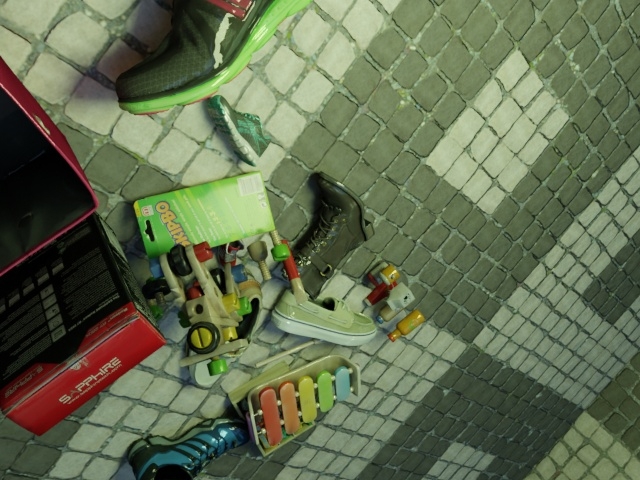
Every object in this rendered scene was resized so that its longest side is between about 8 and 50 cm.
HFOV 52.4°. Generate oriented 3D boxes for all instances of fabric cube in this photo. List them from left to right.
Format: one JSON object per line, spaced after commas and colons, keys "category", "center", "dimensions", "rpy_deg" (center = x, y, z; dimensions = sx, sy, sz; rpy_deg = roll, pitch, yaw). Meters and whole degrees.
{"category": "fabric cube", "center": [-0.511, -0.120, 0.919], "dimensions": [0.259, 0.258, 0.254], "rpy_deg": [-35, 132, -7]}

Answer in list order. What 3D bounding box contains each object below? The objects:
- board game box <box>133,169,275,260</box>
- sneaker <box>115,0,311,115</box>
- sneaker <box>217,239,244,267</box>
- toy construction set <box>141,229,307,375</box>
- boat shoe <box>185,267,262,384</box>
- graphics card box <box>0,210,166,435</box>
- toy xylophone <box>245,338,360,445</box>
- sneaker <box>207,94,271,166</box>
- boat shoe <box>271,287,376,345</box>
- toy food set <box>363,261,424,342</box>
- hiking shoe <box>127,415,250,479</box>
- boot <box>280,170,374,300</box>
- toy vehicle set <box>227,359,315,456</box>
{"category": "board game box", "center": [-0.224, -0.048, 1.272], "dimensions": [0.259, 0.039, 0.124], "rpy_deg": [-17, 98, -25]}
{"category": "sneaker", "center": [-0.160, -0.393, 1.046], "dimensions": [0.483, 0.185, 0.202], "rpy_deg": [-45, 115, -2]}
{"category": "sneaker", "center": [-0.187, 0.026, 1.359], "dimensions": [0.042, 0.067, 0.119], "rpy_deg": [-17, 128, -22]}
{"category": "toy construction set", "center": [-0.169, 0.133, 1.251], "dimensions": [0.308, 0.237, 0.257], "rpy_deg": [-15, 161, -18]}
{"category": "boat shoe", "center": [-0.215, 0.211, 1.443], "dimensions": [0.113, 0.103, 0.303], "rpy_deg": [6, 117, -35]}
{"category": "graphics card box", "center": [-0.415, 0.106, 1.060], "dimensions": [0.232, 0.371, 0.094], "rpy_deg": [-37, 133, -7]}
{"category": "toy xylophone", "center": [-0.053, 0.368, 1.622], "dimensions": [0.322, 0.081, 0.236], "rpy_deg": [-27, 131, -16]}
{"category": "sneaker", "center": [-0.150, -0.219, 1.231], "dimensions": [0.076, 0.065, 0.166], "rpy_deg": [-50, 139, -16]}
{"category": "boat shoe", "center": [0.025, 0.186, 1.583], "dimensions": [0.302, 0.109, 0.094], "rpy_deg": [13, 111, -35]}
{"category": "toy food set", "center": [0.168, 0.151, 1.644], "dimensions": [0.104, 0.111, 0.232], "rpy_deg": [-39, 136, -5]}
{"category": "hiking shoe", "center": [-0.303, 0.526, 1.573], "dimensions": [0.303, 0.132, 0.113], "rpy_deg": [-12, 128, -20]}
{"category": "boot", "center": [0.000, 0.000, 1.428], "dimensions": [0.229, 0.091, 0.263], "rpy_deg": [-45, 136, -10]}
{"category": "toy vehicle set", "center": [-0.123, 0.446, 1.712], "dimensions": [0.165, 0.035, 0.267], "rpy_deg": [-30, 132, -12]}
